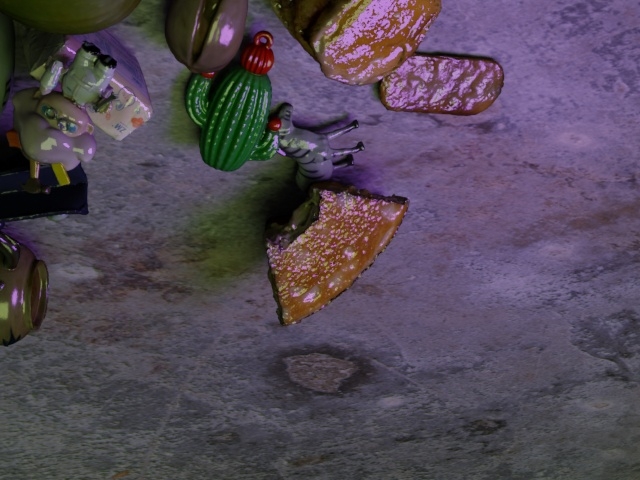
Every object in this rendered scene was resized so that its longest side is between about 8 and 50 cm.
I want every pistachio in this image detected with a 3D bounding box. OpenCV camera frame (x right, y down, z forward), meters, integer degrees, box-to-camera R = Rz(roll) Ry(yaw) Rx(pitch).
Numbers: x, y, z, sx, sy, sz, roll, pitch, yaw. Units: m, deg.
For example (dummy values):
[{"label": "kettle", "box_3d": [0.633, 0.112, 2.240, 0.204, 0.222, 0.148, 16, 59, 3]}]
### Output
[{"label": "pistachio", "box_3d": [-0.171, -0.334, 1.865, 0.124, 0.124, 0.185, 7, 121, -31]}]

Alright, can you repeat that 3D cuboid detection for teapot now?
[{"label": "teapot", "box_3d": [-0.555, 0.075, 2.038, 0.183, 0.173, 0.269, 4, 137, 2]}]

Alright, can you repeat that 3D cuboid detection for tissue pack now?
[{"label": "tissue pack", "box_3d": [-0.347, -0.257, 1.822, 0.092, 0.148, 0.196, -36, 136, 15]}]

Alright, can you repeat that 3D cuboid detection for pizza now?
[{"label": "pizza", "box_3d": [0.000, 0.000, 2.180, 0.323, 0.089, 0.223, -46, 130, 3]}]

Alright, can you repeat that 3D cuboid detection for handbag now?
[{"label": "handbag", "box_3d": [-0.527, -0.066, 1.867, 0.326, 0.269, 0.118, -9, 101, -19]}]

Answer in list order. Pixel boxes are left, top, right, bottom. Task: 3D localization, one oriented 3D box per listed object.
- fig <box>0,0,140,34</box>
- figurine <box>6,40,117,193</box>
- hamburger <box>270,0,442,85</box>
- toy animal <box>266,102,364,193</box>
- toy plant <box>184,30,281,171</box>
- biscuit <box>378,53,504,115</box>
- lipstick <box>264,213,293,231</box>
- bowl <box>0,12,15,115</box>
[{"label": "fig", "box_3d": [-0.358, -0.420, 1.582, 0.316, 0.316, 0.316, -14, 135, -14]}, {"label": "figurine", "box_3d": [-0.361, -0.177, 1.713, 0.137, 0.112, 0.229, 33, 115, -12]}, {"label": "hamburger", "box_3d": [0.052, -0.373, 1.904, 0.244, 0.163, 0.244, -20, 137, -20]}, {"label": "toy animal", "box_3d": [-0.015, -0.144, 2.153, 0.176, 0.073, 0.217, -10, 139, -10]}, {"label": "toy plant", "box_3d": [-0.143, -0.224, 2.002, 0.155, 0.088, 0.240, -4, 122, 2]}, {"label": "biscuit", "box_3d": [0.214, -0.274, 2.170, 0.247, 0.029, 0.118, 1, 123, -26]}, {"label": "lipstick", "box_3d": [0.020, -0.024, 2.275, 0.241, 0.080, 0.080, -10, 134, -18]}, {"label": "bowl", "box_3d": [-0.587, -0.223, 1.709, 0.354, 0.185, 0.353, -14, 135, -14]}]
